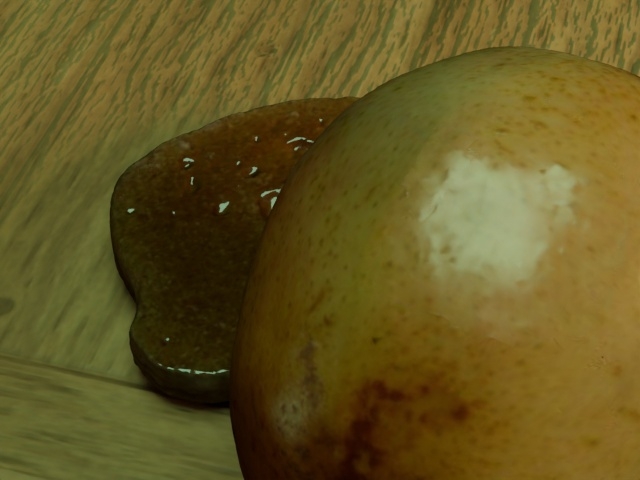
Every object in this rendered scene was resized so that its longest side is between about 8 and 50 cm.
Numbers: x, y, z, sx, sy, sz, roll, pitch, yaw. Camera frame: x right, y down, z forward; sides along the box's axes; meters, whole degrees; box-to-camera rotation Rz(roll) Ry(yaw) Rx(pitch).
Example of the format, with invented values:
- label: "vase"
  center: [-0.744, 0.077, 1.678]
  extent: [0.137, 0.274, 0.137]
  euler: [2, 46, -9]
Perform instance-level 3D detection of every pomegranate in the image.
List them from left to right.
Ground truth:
- label: "pomegranate"
  center: [0.104, 0.050, 0.664]
  extent: [0.319, 0.319, 0.319]
  euler: [0, 44, 0]

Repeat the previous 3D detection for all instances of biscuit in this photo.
- label: "biscuit"
  center: [0.000, 0.001, 0.901]
  extent: [0.273, 0.049, 0.257]
  euler: [-9, 48, -7]
